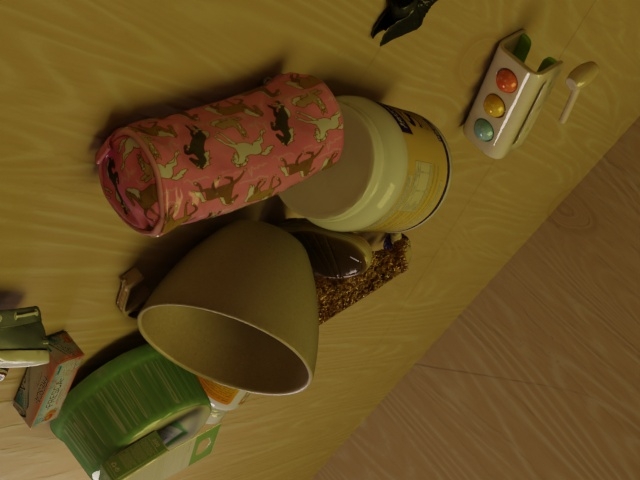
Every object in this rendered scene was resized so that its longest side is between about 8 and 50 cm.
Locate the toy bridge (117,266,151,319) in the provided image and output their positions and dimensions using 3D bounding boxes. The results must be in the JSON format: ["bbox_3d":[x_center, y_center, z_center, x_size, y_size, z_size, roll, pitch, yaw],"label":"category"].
[{"bbox_3d":[-0.335,0.108,1.824,0.063,0.026,0.188,-38,158,-14],"label":"toy bridge"}]

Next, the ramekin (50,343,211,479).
[{"bbox_3d":[-0.363,0.348,1.996,0.303,0.148,0.303,-33,160,-14],"label":"ramekin"}]

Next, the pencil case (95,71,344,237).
[{"bbox_3d":[-0.143,-0.136,1.520,0.386,0.167,0.160,-26,131,-39],"label":"pencil case"}]

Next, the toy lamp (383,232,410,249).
[{"bbox_3d":[0.180,-0.036,2.442,0.080,0.080,0.275,-41,162,-9],"label":"toy lamp"}]

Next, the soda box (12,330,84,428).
[{"bbox_3d":[-0.477,0.244,1.766,0.058,0.063,0.183,-18,146,-49],"label":"soda box"}]

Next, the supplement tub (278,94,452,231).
[{"bbox_3d":[0.077,-0.134,1.831,0.241,0.241,0.331,-51,159,18],"label":"supplement tub"}]

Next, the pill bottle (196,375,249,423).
[{"bbox_3d":[-0.205,0.292,2.260,0.136,0.136,0.246,-10,141,-56],"label":"pill bottle"}]

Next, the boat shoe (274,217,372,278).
[{"bbox_3d":[0.000,0.000,1.948,0.098,0.302,0.109,-40,117,-30],"label":"boat shoe"}]

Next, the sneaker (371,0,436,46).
[{"bbox_3d":[0.165,-0.407,1.751,0.170,0.051,0.089,-33,157,-16],"label":"sneaker"}]

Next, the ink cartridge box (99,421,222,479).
[{"bbox_3d":[-0.310,0.418,1.939,0.235,0.056,0.171,-29,159,-28],"label":"ink cartridge box"}]

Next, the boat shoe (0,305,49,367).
[{"bbox_3d":[-0.522,0.124,1.448,0.116,0.099,0.319,-11,164,31],"label":"boat shoe"}]

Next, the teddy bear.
[{"bbox_3d":[0.074,0.092,2.404,0.338,0.113,0.245,-31,174,-6],"label":"teddy bear"}]

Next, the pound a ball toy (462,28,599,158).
[{"bbox_3d":[0.452,-0.308,2.243,0.135,0.208,0.319,-32,157,-31],"label":"pound a ball toy"}]

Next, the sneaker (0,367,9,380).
[{"bbox_3d":[-0.600,0.284,1.545,0.299,0.112,0.121,-40,159,-13],"label":"sneaker"}]

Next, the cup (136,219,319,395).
[{"bbox_3d":[-0.137,0.103,1.845,0.331,0.331,0.237,93,14,-61],"label":"cup"}]
